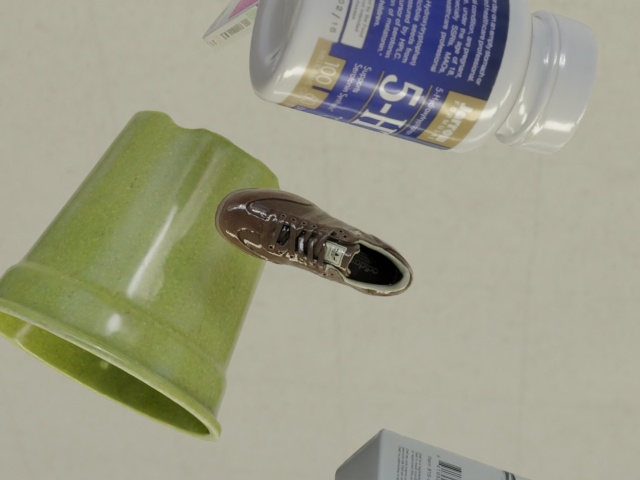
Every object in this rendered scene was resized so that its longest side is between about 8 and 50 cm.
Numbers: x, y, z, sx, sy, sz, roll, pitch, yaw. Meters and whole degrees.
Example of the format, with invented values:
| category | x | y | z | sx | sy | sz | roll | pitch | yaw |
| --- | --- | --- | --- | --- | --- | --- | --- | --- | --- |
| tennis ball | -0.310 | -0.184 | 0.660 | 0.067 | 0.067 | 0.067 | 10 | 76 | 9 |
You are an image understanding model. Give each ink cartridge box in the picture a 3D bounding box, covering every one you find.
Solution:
| category | x | y | z | sx | sy | sz | roll | pitch | yaw |
| --- | --- | --- | --- | --- | --- | --- | --- | --- | --- |
| ink cartridge box | 0.116 | 0.262 | 1.464 | 0.208 | 0.153 | 0.087 | 21 | 141 | -19 |

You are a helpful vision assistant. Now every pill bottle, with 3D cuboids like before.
| category | x | y | z | sx | sy | sz | roll | pitch | yaw |
| --- | --- | --- | --- | --- | --- | --- | --- | --- | --- |
| pill bottle | 0.062 | -0.113 | 1.067 | 0.187 | 0.112 | 0.112 | 14 | 142 | -17 |

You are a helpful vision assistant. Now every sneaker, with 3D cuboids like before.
| category | x | y | z | sx | sy | sz | roll | pitch | yaw |
| --- | --- | --- | --- | --- | --- | --- | --- | --- | --- |
| sneaker | 0.000 | 0.000 | 1.622 | 0.188 | 0.066 | 0.071 | 19 | 178 | -20 |

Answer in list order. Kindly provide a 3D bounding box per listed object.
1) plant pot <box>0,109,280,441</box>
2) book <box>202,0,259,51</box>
| category | x | y | z | sx | sy | sz | roll | pitch | yaw |
| --- | --- | --- | --- | --- | --- | --- | --- | --- | --- |
| plant pot | -0.165 | 0.022 | 1.790 | 0.276 | 0.254 | 0.276 | 26 | 165 | 7 |
| book | -0.039 | -0.215 | 1.522 | 0.035 | 0.096 | 0.144 | 43 | 155 | -15 |
